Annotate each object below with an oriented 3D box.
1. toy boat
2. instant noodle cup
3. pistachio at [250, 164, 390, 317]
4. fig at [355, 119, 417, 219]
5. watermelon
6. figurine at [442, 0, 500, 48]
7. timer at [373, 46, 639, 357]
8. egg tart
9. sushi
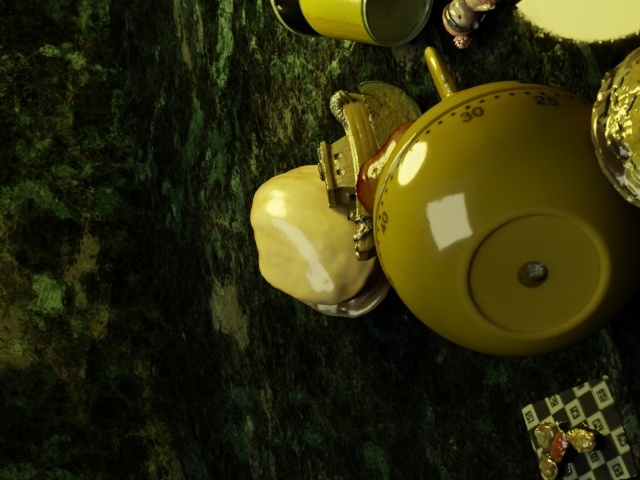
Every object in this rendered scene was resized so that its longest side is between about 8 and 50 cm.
[{"bbox_3d":[0.058,-0.113,1.653,0.089,0.122,0.321,84,-179,-61],"label":"toy boat"},{"bbox_3d":[0.060,-0.422,1.610,0.236,0.216,0.215,31,121,47],"label":"instant noodle cup"},{"bbox_3d":[0.000,0.000,1.755,0.238,0.229,0.321,-48,55,14],"label":"pistachio"},{"bbox_3d":[0.165,-0.038,1.473,0.190,0.191,0.290,-48,52,54],"label":"fig"},{"bbox_3d":[0.124,-0.187,1.626,0.075,0.092,0.181,-179,67,-78],"label":"watermelon"},{"bbox_3d":[0.234,-0.350,1.436,0.072,0.054,0.129,60,138,14],"label":"figurine"},{"bbox_3d":[0.234,-0.048,1.213,0.387,0.376,0.376,-95,14,-63],"label":"timer"},{"bbox_3d":[0.398,-0.129,0.983,0.106,0.241,0.241,52,-163,-64],"label":"egg tart"},{"bbox_3d":[0.346,0.278,1.340,0.201,0.031,0.139,-43,56,56],"label":"sushi"}]
